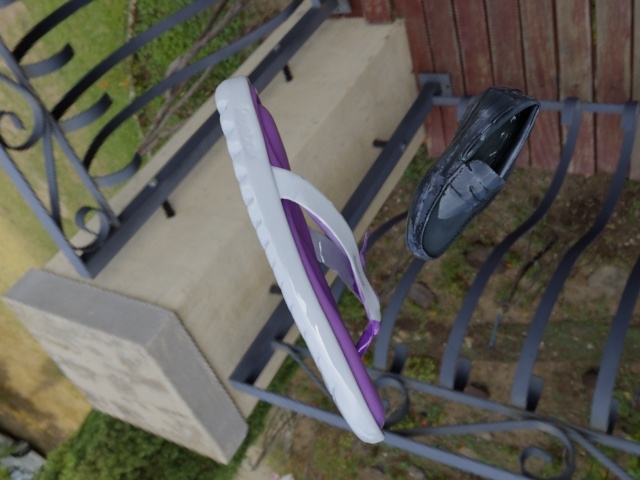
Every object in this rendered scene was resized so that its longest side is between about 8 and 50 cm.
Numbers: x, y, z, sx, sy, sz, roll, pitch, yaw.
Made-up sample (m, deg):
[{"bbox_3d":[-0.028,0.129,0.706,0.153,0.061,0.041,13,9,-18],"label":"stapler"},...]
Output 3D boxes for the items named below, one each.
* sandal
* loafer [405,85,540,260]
[{"bbox_3d":[-0.002,-0.003,0.724,0.169,0.102,0.416,56,-169,-75],"label":"sandal"},{"bbox_3d":[0.172,-0.075,0.811,0.076,0.223,0.078,31,179,-36],"label":"loafer"}]
